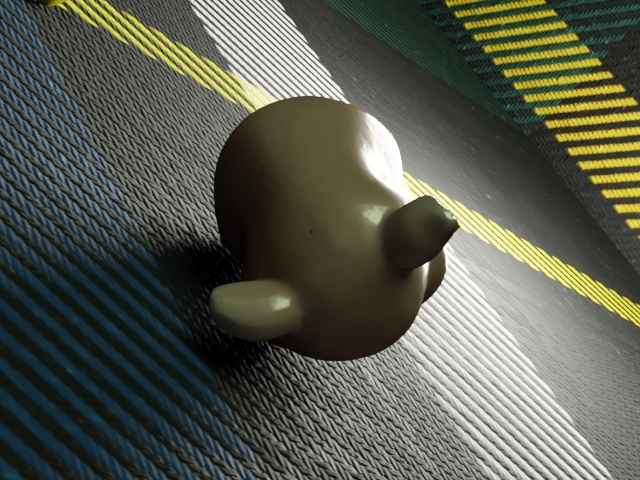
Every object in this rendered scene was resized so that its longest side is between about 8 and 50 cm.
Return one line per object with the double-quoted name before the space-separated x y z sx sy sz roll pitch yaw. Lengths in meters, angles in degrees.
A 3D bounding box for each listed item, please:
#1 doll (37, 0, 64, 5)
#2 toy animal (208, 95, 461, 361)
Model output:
"doll" -0.271 -0.271 1.517 0.113 0.071 0.135 28 7 15
"toy animal" 0.002 0.003 1.276 0.213 0.195 0.256 62 1 -45
